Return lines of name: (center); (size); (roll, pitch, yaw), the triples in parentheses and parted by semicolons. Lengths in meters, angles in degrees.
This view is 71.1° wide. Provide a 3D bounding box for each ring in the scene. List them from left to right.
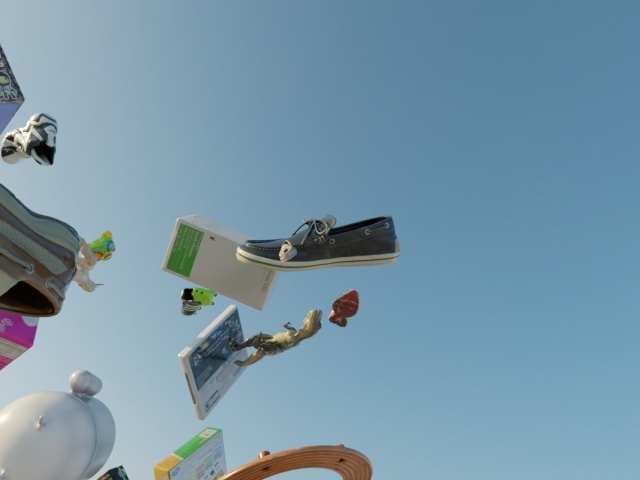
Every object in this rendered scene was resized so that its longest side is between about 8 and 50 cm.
ring: (-0.066, 0.465, 0.829); (0.336, 0.032, 0.336); (-9, -51, -11)

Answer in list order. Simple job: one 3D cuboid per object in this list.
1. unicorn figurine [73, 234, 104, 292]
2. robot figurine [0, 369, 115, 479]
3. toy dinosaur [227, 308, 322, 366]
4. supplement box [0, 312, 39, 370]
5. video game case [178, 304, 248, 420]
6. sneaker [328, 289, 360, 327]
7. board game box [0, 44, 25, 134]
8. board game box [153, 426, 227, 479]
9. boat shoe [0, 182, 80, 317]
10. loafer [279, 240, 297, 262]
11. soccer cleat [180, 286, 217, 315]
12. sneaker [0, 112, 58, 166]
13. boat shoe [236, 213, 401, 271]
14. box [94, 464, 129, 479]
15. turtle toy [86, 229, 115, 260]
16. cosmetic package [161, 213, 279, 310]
unicorn figurine: (-0.509, 0.056, 0.942); (0.111, 0.060, 0.162); (47, -36, -10)
robot figurine: (-0.549, 0.415, 0.921); (0.200, 0.300, 0.353); (19, -22, -4)
toy dinosaur: (-0.117, 0.214, 0.919); (0.268, 0.064, 0.118); (-30, -31, 25)
supplement box: (-0.887, 0.279, 1.206); (0.220, 0.111, 0.114); (-35, -48, 8)
video game case: (-0.228, 0.265, 0.994); (0.022, 0.190, 0.173); (5, -63, 24)
sneaker: (0.084, 0.219, 1.557); (0.088, 0.092, 0.225); (25, -32, -1)
board game box: (-0.625, -0.299, 0.696); (0.232, 0.141, 0.291); (-18, -85, 40)
board game box: (-0.388, 0.791, 1.395); (0.064, 0.242, 0.316); (-3, -85, 27)
boat shoe: (-0.345, 0.015, 0.433); (0.122, 0.120, 0.324); (-10, -15, 4)
loafer: (-0.085, 0.025, 1.113); (0.045, 0.125, 0.039); (-31, -86, 2)
soccer cleat: (-0.334, 0.153, 1.164); (0.072, 0.060, 0.179); (27, -33, -27)
sneaker: (-0.919, -0.278, 1.415); (0.235, 0.153, 0.094); (-29, -28, 10)
boat shoe: (0.000, 0.000, 1.337); (0.500, 0.187, 0.156); (-4, -79, -12)
box: (-0.537, 0.644, 1.171); (0.083, 0.052, 0.062); (53, -1, 18)
turtle toy: (-0.661, 0.026, 1.355); (0.066, 0.095, 0.130); (53, -24, -5)
cosmetic package: (-0.314, 0.068, 1.512); (0.365, 0.155, 0.197); (21, -80, 4)
